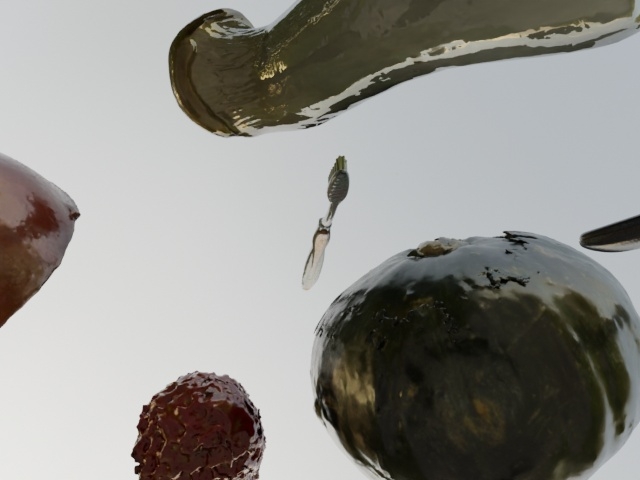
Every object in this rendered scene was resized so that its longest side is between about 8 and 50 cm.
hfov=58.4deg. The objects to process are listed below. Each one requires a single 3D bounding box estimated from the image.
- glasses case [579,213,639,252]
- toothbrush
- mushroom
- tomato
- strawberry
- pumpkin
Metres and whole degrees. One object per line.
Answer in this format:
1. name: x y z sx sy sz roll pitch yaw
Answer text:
1. glasses case: 0.219 -0.006 0.390 0.034 0.083 0.023 -11 -100 -34
2. toothbrush: 0.000 0.000 0.842 0.028 0.375 0.037 3 -119 -8
3. mushroom: 0.048 -0.141 0.379 0.329 0.159 0.122 -10 -98 33
4. tomato: -0.274 0.001 0.361 0.225 0.224 0.085 -16 -51 9
5. strawberry: -0.150 0.285 0.862 0.234 0.234 0.178 49 -46 0
6. pumpkin: 0.203 0.162 0.794 0.455 0.454 0.343 -24 -87 10
